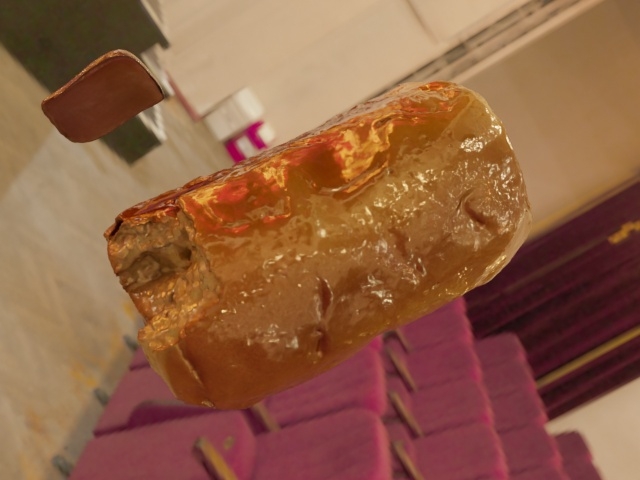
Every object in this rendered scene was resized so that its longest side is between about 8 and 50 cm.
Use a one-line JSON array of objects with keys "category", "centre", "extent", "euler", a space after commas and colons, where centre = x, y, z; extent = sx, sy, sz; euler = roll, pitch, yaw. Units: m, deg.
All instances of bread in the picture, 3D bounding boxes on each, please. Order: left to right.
[{"category": "bread", "centre": [0.003, 0.004, 0.902], "extent": [0.195, 0.344, 0.149], "euler": [66, -13, -18]}]

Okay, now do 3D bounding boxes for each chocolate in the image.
[{"category": "chocolate", "centre": [-0.191, -0.128, 0.956], "extent": [0.064, 0.100, 0.031], "euler": [48, 18, -34]}]
